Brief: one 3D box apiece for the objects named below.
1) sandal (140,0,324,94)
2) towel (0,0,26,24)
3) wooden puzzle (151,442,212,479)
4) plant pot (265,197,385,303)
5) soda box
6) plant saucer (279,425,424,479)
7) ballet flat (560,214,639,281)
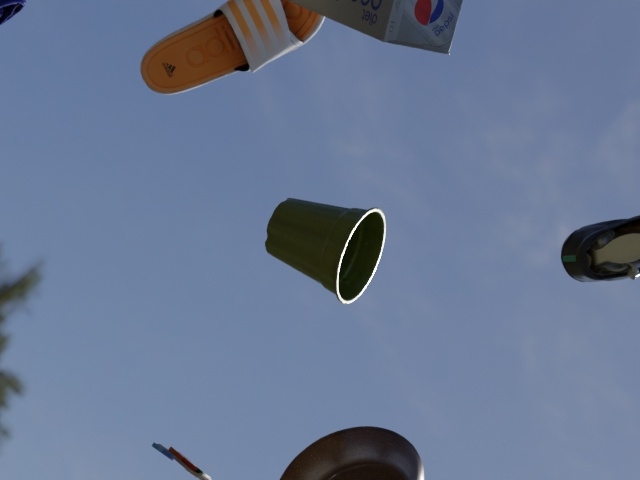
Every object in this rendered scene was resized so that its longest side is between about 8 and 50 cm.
[{"bbox_3d":[-0.109,-0.251,2.457,0.102,0.265,0.076,59,11,-15],"label":"sandal"},{"bbox_3d":[-0.383,-0.232,1.369,0.308,0.228,0.076,55,-32,10],"label":"towel"},{"bbox_3d":[-0.159,0.268,2.313,0.078,0.014,0.116,32,-8,17],"label":"wooden puzzle"},{"bbox_3d":[0.000,0.000,1.591,0.079,0.083,0.083,21,-34,23],"label":"plant pot"},{"bbox_3d":[0.049,-0.291,2.177,0.286,0.091,0.098,34,-67,57],"label":"soda box"},{"bbox_3d":[0.040,0.321,2.384,0.198,0.199,0.036,66,-5,-35],"label":"plant saucer"},{"bbox_3d":[0.328,0.000,1.823,0.074,0.203,0.074,168,-90,-87],"label":"ballet flat"}]
